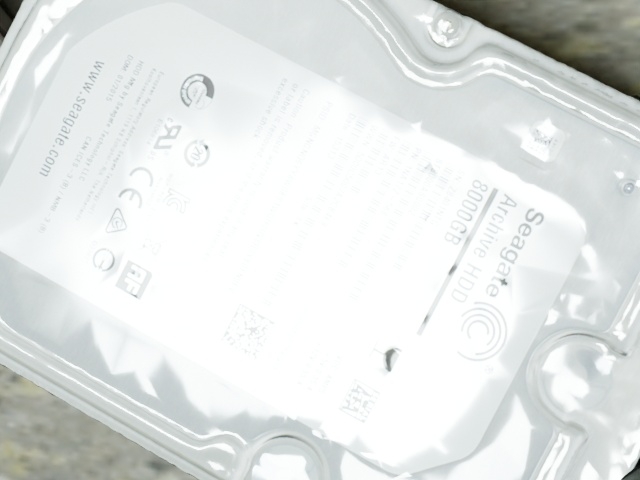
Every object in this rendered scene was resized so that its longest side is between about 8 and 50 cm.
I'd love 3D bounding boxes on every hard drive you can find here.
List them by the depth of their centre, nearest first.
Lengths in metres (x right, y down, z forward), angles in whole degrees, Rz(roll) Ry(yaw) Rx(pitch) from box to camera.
[{"bbox_3d":[0.000,0.000,0.810,0.339,0.064,0.237,29,95,13],"label":"hard drive"}]

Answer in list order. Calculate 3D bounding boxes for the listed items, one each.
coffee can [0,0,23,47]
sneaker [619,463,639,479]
[{"bbox_3d":[-0.235,-0.175,0.974,0.275,0.201,0.201,0,79,31],"label":"coffee can"},{"bbox_3d":[0.224,0.100,0.696,0.232,0.090,0.081,-15,71,28],"label":"sneaker"}]
